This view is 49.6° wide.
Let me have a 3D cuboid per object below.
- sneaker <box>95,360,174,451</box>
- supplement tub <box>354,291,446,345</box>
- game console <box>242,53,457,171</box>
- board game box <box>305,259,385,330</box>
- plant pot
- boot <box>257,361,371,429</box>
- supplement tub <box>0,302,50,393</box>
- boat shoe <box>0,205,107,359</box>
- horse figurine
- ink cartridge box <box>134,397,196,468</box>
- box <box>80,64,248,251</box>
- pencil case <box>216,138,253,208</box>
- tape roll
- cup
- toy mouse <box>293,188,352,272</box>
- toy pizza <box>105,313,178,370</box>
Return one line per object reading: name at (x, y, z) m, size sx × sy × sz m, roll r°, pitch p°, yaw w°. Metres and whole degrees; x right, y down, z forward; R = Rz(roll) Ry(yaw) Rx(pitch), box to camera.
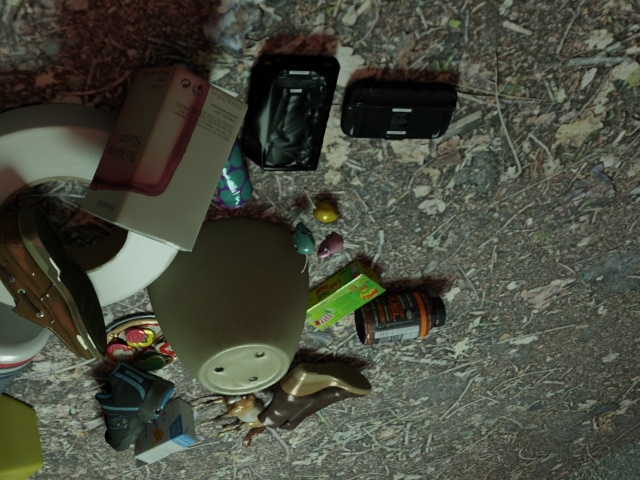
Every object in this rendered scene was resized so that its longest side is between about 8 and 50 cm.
sneaker at (-0.448, 0.377, 1.603) m, size 0.139 × 0.125 × 0.341 m, roll 34°, pitch 134°, yaw -6°
supplement tub at (0.182, 0.174, 1.578) m, size 0.197 × 0.106 × 0.106 m, roll -8°, pitch 138°, yaw -11°
game console at (0.054, -0.206, 1.165) m, size 0.361 × 0.044 × 0.213 m, roll -1°, pitch 138°, yaw -16°
board game box at (0.042, 0.123, 1.521) m, size 0.181 × 0.043 × 0.092 m, roll -35°, pitch 136°, yaw 21°
plant pot at (-0.742, 0.464, 1.532) m, size 0.212 × 0.212 × 0.187 m, roll -37°, pitch 147°, yaw 22°
boot at (-0.014, 0.400, 1.754) m, size 0.248 × 0.090 × 0.207 m, roll 18°, pitch 120°, yaw -32°
supplement tub at (-0.640, 0.198, 1.269) m, size 0.191 × 0.191 × 0.272 m, roll 25°, pitch 124°, yaw -37°
boat shoe at (-0.443, 0.080, 1.122) m, size 0.104 × 0.111 × 0.307 m, roll -16°, pitch 124°, yaw -2°
horse figurine at (-0.208, 0.450, 1.783) m, size 0.174 × 0.066 × 0.263 m, roll -22°, pitch 139°, yaw 10°
ink cartridge box at (-0.404, 0.481, 1.723) m, size 0.181 × 0.104 × 0.061 m, roll -28°, pitch 138°, yaw 12°
box at (-0.228, -0.120, 1.003) m, size 0.127 × 0.148 × 0.232 m, roll 25°, pitch 84°, yaw -37°
pencil case at (-0.161, -0.123, 1.168) m, size 0.070 × 0.064 × 0.152 m, roll -28°, pitch 140°, yaw -11°
tape roll at (-0.419, -0.041, 1.137) m, size 0.392 × 0.072 × 0.392 m, roll -11°, pitch 134°, yaw -12°
cup at (-0.164, 0.155, 1.343) m, size 0.331 × 0.237 × 0.331 m, roll -9°, pitch 139°, yaw -8°
toy mouse at (0.000, 0.000, 1.323) m, size 0.161 × 0.031 × 0.143 m, roll 29°, pitch 85°, yaw -42°
toy pizza at (-0.379, 0.232, 1.512) m, size 0.201 × 0.032 × 0.201 m, roll -9°, pitch 139°, yaw -8°
